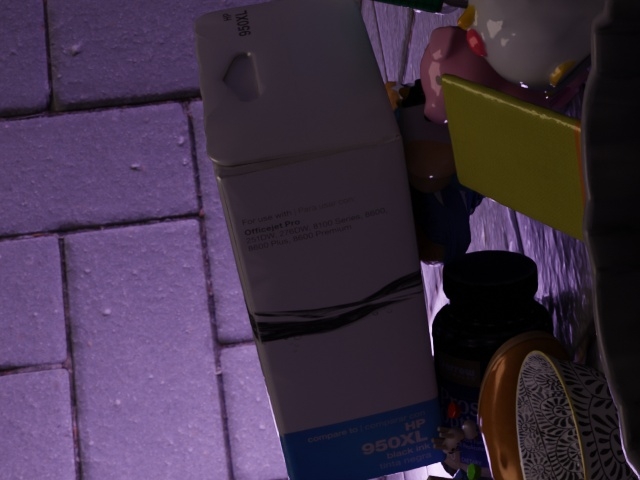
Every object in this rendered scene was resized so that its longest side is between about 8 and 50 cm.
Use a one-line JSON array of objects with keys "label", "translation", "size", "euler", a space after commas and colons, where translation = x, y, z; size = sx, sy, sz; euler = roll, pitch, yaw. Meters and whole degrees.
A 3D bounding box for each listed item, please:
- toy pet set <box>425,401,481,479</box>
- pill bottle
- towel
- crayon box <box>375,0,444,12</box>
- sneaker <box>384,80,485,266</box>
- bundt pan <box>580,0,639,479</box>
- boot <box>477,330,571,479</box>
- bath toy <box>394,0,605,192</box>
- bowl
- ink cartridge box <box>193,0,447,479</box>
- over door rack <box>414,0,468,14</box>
[{"label": "toy pet set", "translation": [0.143, 0.234, 1.284], "size": [0.122, 0.065, 0.114], "euler": [-102, 30, -48]}, {"label": "pill bottle", "translation": [0.174, 0.127, 1.381], "size": [0.123, 0.122, 0.219], "euler": [-109, 13, -69]}, {"label": "towel", "translation": [0.176, -0.053, 1.005], "size": [0.237, 0.021, 0.102], "euler": [29, 139, 49]}, {"label": "crayon box", "translation": [0.066, -0.306, 1.187], "size": [0.278, 0.081, 0.165], "euler": [-100, 21, -70]}, {"label": "sneaker", "translation": [0.141, -0.082, 1.433], "size": [0.296, 0.130, 0.112], "euler": [-96, 10, -53]}, {"label": "bundt pan", "translation": [0.223, 0.009, 0.622], "size": [0.331, 0.124, 0.331], "euler": [173, 90, -84]}, {"label": "boot", "translation": [0.222, 0.248, 1.222], "size": [0.211, 0.104, 0.295], "euler": [-115, 15, -56]}, {"label": "bath toy", "translation": [0.139, -0.138, 1.162], "size": [0.129, 0.151, 0.348], "euler": [49, 165, 8]}, {"label": "bowl", "translation": [0.220, 0.168, 1.106], "size": [0.170, 0.080, 0.170], "euler": [173, 90, -80]}, {"label": "ink cartridge box", "translation": [0.000, 0.000, 1.331], "size": [0.285, 0.166, 0.395], "euler": [-104, 2, -52]}, {"label": "over door rack", "translation": [0.126, -0.343, 1.399], "size": [0.239, 0.108, 0.324], "euler": [-106, 11, -58]}]
